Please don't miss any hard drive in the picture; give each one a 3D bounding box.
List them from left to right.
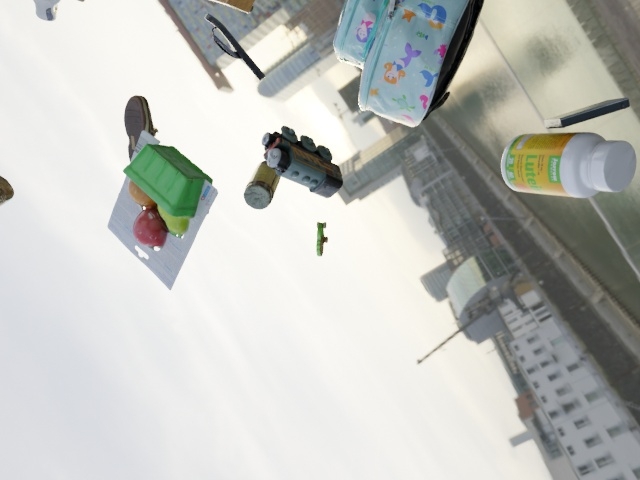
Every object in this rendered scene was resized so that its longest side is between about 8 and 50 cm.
[{"bbox_3d":[0.547,-0.262,1.087,0.094,0.135,0.022,-73,-35,-78],"label":"hard drive"}]

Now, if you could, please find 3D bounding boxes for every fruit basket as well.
[{"bbox_3d":[-0.463,-0.088,1.525,0.327,0.352,0.165,38,-151,21],"label":"fruit basket"}]

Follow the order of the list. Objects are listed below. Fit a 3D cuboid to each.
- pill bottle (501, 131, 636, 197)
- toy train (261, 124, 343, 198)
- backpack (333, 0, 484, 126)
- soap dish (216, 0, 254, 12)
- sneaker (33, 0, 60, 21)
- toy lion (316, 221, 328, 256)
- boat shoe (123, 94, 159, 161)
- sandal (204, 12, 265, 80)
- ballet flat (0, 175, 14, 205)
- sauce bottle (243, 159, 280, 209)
[{"bbox_3d":[0.525,-0.162,1.122,0.136,0.136,0.246,50,166,-25],"label":"pill bottle"},{"bbox_3d":[-0.061,-0.275,1.865,0.334,0.142,0.190,20,-140,-41],"label":"toy train"},{"bbox_3d":[0.122,-0.294,0.732,0.191,0.253,0.225,14,-169,2],"label":"backpack"},{"bbox_3d":[-0.181,-0.619,1.073,0.229,0.290,0.118,30,-178,32],"label":"soap dish"},{"bbox_3d":[-0.822,-0.763,1.572,0.079,0.217,0.121,2,-97,-31],"label":"sneaker"},{"bbox_3d":[0.000,0.000,1.744,0.096,0.034,0.100,-72,-19,-51],"label":"toy lion"},{"bbox_3d":[-0.594,-0.370,1.760,0.095,0.257,0.095,27,-143,16],"label":"boat shoe"},{"bbox_3d":[-0.276,-0.599,1.647,0.254,0.054,0.097,48,-174,-17],"label":"sandal"},{"bbox_3d":[-0.642,-0.129,0.948,0.206,0.073,0.067,41,-164,3],"label":"ballet flat"},{"bbox_3d":[-0.207,-0.238,2.013,0.111,0.111,0.344,52,-156,-20],"label":"sauce bottle"}]
